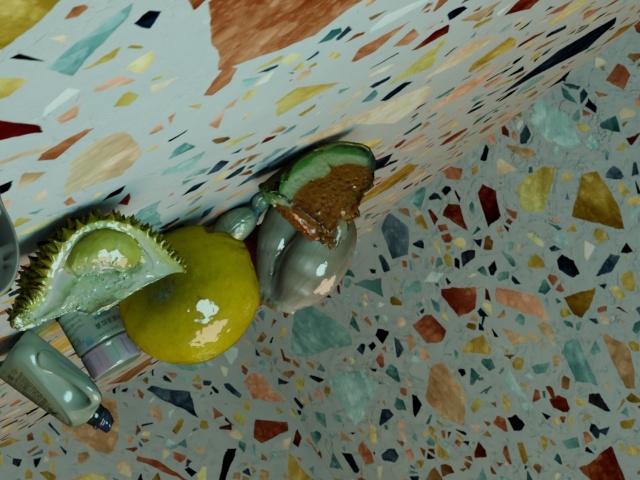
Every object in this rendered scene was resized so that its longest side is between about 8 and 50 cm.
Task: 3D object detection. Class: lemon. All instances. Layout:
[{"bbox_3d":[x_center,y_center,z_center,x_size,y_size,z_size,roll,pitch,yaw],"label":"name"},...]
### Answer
[{"bbox_3d":[-0.274,0.115,2.198,0.297,0.297,0.297,-31,173,-4],"label":"lemon"}]

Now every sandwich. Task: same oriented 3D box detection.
[{"bbox_3d":[0.005,-0.104,2.243,0.109,0.212,0.292,-15,-154,51],"label":"sandwich"}]

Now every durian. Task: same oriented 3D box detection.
[{"bbox_3d":[-0.388,0.051,1.729,0.306,0.167,0.172,-26,174,-30],"label":"durian"}]

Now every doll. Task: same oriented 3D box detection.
[{"bbox_3d":[-0.197,-0.025,2.358,0.214,0.071,0.103,-41,172,-1],"label":"doll"}]

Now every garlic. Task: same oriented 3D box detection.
[{"bbox_3d":[0.000,0.000,2.408,0.231,0.246,0.340,13,-139,29],"label":"garlic"}]

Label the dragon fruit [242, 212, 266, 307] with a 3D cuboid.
[{"bbox_3d":[-0.169,0.054,2.540,0.268,0.205,0.210,-53,-148,-6],"label":"dragon fruit"}]

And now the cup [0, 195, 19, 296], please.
[{"bbox_3d":[-0.483,0.016,1.227,0.264,0.182,0.226,-27,-153,26],"label":"cup"}]

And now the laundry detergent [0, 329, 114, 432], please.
[{"bbox_3d":[-0.572,0.329,2.345,0.105,0.280,0.215,-55,-174,-34],"label":"laundry detergent"}]

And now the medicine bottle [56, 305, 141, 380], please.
[{"bbox_3d":[-0.496,0.216,2.372,0.135,0.169,0.135,-30,173,-4],"label":"medicine bottle"}]
